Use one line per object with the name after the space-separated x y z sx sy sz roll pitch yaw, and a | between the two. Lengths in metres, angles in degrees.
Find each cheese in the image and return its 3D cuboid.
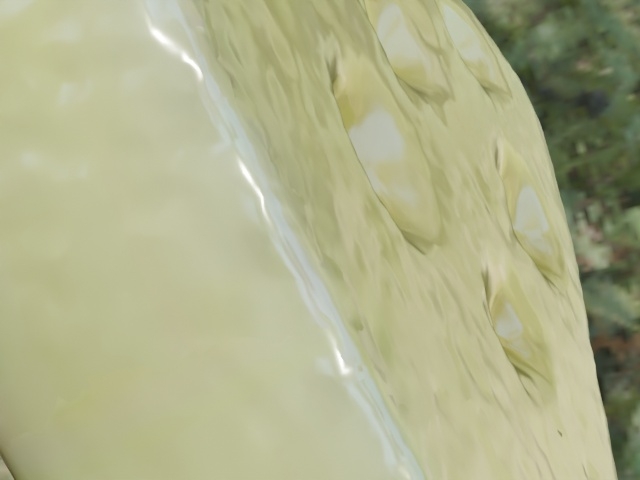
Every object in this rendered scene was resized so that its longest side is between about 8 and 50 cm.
-0.001 -0.001 0.629 0.384 0.104 0.384 53 22 -33 | cheese
